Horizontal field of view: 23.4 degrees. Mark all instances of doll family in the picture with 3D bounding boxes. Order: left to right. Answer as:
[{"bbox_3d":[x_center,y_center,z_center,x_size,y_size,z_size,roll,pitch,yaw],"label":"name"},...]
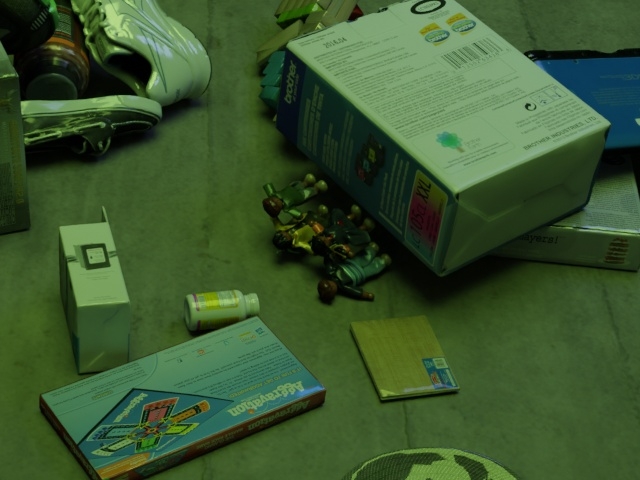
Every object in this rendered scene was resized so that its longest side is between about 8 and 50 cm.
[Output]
[{"bbox_3d":[0.000,0.000,1.905,0.193,0.076,0.111,34,40,25],"label":"doll family"}]

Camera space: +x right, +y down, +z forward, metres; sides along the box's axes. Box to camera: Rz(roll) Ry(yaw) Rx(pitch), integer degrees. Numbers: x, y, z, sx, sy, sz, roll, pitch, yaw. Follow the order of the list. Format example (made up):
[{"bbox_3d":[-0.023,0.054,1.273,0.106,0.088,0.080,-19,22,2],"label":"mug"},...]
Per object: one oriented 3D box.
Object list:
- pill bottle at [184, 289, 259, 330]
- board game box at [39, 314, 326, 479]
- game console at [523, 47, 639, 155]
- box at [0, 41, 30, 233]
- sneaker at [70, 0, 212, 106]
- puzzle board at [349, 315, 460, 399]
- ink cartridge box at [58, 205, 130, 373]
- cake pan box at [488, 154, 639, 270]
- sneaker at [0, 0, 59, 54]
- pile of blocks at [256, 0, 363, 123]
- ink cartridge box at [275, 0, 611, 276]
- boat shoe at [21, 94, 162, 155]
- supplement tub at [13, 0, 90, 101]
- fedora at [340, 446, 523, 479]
[{"bbox_3d":[-0.115,0.081,1.805,0.083,0.043,0.043,-5,40,-16],"label":"pill bottle"},{"bbox_3d":[-0.149,0.175,1.694,0.281,0.027,0.145,-19,44,-30],"label":"board game box"},{"bbox_3d":[0.375,-0.176,2.138,0.293,0.173,0.250,-7,55,-32],"label":"game console"},{"bbox_3d":[-0.412,-0.151,1.894,0.056,0.231,0.183,-14,42,-20],"label":"box"},{"bbox_3d":[-0.278,-0.306,2.126,0.297,0.111,0.129,48,40,6],"label":"sneaker"},{"bbox_3d":[0.097,0.137,1.799,0.096,0.011,0.128,-4,40,-17],"label":"puzzle board"},{"bbox_3d":[-0.263,0.053,1.765,0.060,0.104,0.180,-6,40,-15],"label":"ink cartridge box"},{"bbox_3d":[0.286,-0.070,2.048,0.267,0.070,0.245,5,36,-4],"label":"cake pan box"},{"bbox_3d":[-0.557,-0.262,2.030,0.483,0.185,0.202,-5,50,23],"label":"sneaker"},{"bbox_3d":[-0.006,-0.247,2.212,0.113,0.149,0.362,41,39,-29],"label":"pile of blocks"},{"bbox_3d":[0.129,-0.164,1.953,0.270,0.151,0.395,-23,53,-31],"label":"ink cartridge box"},{"bbox_3d":[-0.312,-0.145,2.043,0.219,0.078,0.070,-6,73,-25],"label":"boat shoe"},{"bbox_3d":[-0.372,-0.255,2.133,0.106,0.106,0.198,0,38,-10],"label":"supplement tub"},{"bbox_3d":[0.111,0.342,1.448,0.244,0.124,0.275,-6,49,-14],"label":"fedora"}]
